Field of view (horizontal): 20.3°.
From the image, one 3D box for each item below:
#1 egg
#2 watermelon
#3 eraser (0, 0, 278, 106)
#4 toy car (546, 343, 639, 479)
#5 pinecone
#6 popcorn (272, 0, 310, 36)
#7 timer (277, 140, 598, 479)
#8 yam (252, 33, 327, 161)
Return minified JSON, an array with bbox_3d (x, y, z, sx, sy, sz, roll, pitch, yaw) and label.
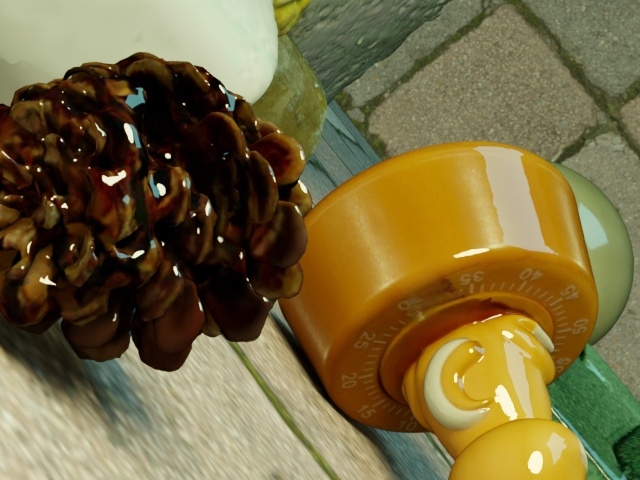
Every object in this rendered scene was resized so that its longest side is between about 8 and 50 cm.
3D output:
[{"bbox_3d":[0.194,0.013,1.716,0.188,0.188,0.253,49,-4,-29],"label":"egg"},{"bbox_3d":[-0.068,-0.164,1.156,0.289,0.214,0.320,20,35,23],"label":"watermelon"},{"bbox_3d":[-0.136,-0.154,0.451,0.290,0.104,0.189,48,2,-40],"label":"eraser"},{"bbox_3d":[0.219,0.197,1.023,0.321,0.097,0.141,53,22,11],"label":"toy car"},{"bbox_3d":[-0.046,-0.005,0.408,0.083,0.077,0.077,-15,62,-48],"label":"pinecone"},{"bbox_3d":[-0.066,-0.128,0.731,0.162,0.135,0.141,52,12,-18],"label":"popcorn"},{"bbox_3d":[0.063,0.058,0.706,0.132,0.132,0.152,46,19,-49],"label":"timer"},{"bbox_3d":[-0.064,-0.108,0.913,0.179,0.078,0.078,46,7,-39],"label":"yam"}]
